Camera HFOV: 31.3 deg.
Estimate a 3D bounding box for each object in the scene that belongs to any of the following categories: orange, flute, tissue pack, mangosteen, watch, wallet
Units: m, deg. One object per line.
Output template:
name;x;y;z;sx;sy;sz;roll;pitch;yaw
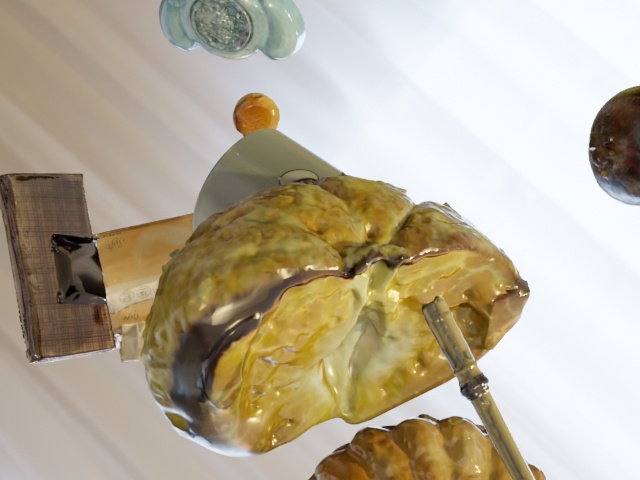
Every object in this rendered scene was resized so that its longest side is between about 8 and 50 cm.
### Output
orange;-0.005;0.059;1.105;0.368;0.210;0.271;-11;133;-25
flute;0.136;0.148;0.859;0.027;0.233;0.027;-27;170;-5
tissue pack;-0.248;0.094;2.080;0.305;0.239;0.239;-13;150;-19
mangosteen;0.450;-0.127;1.520;0.184;0.173;0.172;-10;159;1
watch;-0.106;-0.357;1.600;0.193;0.211;0.211;-65;180;-47
wallet;-0.321;0.030;1.390;0.124;0.230;0.042;-5;167;-45

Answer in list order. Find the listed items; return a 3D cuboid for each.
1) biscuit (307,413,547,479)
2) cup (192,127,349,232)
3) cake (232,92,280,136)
biscuit;0.117;0.355;1.257;0.326;0.325;0.107;-50;-173;7
cup;0.000;0.000;1.582;0.205;0.312;0.205;-41;149;-31
cake;-0.113;-0.219;2.002;0.084;0.084;0.044;-52;-162;13
